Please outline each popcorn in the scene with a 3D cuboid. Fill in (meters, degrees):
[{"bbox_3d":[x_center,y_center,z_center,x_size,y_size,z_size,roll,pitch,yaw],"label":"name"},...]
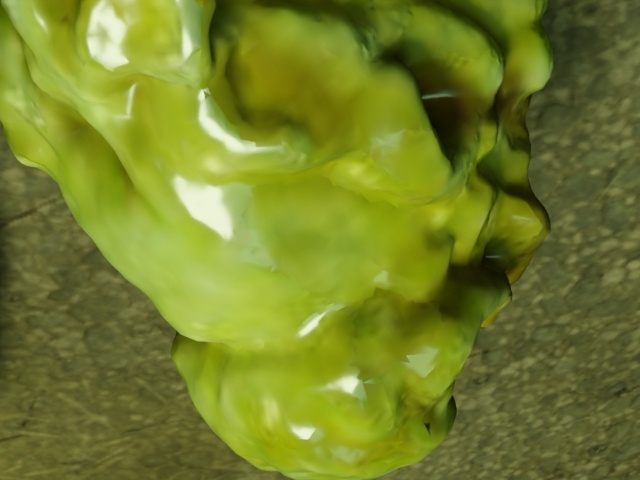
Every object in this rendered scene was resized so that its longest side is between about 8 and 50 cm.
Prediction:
[{"bbox_3d":[0.001,-0.063,0.532,0.225,0.173,0.286,-40,115,-25],"label":"popcorn"}]
